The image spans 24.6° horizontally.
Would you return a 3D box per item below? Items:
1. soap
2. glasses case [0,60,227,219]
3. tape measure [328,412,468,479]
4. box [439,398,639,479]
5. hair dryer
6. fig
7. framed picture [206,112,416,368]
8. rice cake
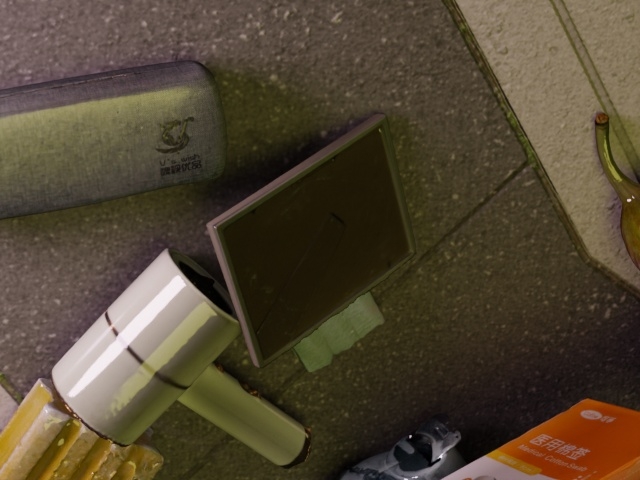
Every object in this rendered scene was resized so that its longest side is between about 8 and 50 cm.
[{"bbox_3d":[-0.328,0.311,1.705,0.173,0.089,0.274,30,102,-29],"label":"soap"},{"bbox_3d":[-0.260,-0.102,1.531,0.323,0.074,0.131,-12,120,-14],"label":"glasses case"},{"bbox_3d":[0.117,0.388,1.866,0.275,0.147,0.256,-39,116,-2],"label":"tape measure"},{"bbox_3d":[0.269,0.327,1.706,0.341,0.225,0.143,-26,103,-21],"label":"box"},{"bbox_3d":[-0.120,0.178,1.706,0.203,0.128,0.362,-46,128,6],"label":"hair dryer"},{"bbox_3d":[0.400,-0.048,1.773,0.245,0.149,0.149,44,97,-6],"label":"fig"},{"bbox_3d":[-0.001,0.000,1.637,0.265,0.018,0.192,-34,124,-32],"label":"framed picture"},{"bbox_3d":[-0.022,0.039,1.702,0.127,0.043,0.237,-35,122,-1],"label":"rice cake"}]
